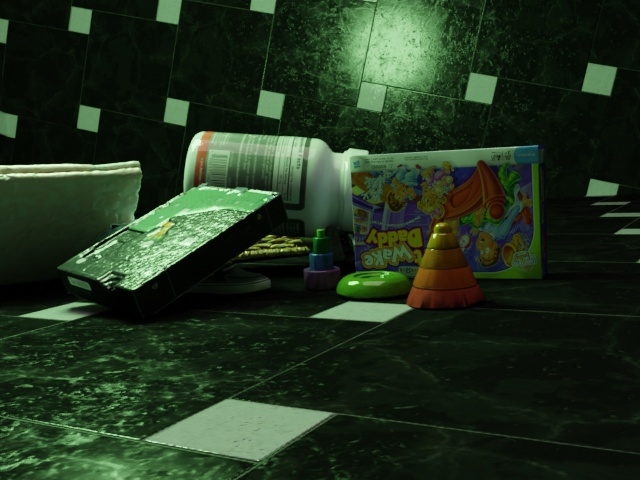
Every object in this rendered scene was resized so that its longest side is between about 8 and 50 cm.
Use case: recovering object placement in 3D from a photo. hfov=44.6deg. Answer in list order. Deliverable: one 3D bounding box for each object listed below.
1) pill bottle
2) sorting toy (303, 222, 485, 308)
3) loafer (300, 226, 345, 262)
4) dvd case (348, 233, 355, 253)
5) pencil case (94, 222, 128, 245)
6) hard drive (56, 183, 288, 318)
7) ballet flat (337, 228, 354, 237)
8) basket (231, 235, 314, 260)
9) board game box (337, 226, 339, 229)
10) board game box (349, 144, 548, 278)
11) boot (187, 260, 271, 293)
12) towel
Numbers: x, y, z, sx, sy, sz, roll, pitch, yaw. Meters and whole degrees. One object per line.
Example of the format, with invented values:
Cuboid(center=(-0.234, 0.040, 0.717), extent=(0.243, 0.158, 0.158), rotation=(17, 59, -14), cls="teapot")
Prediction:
Cuboid(center=(-0.087, -0.113, 1.629), extent=(0.363, 0.210, 0.210), rotation=(4, 6, 2), cls="pill bottle")
Cuboid(center=(0.104, 0.029, 1.277), extent=(0.127, 0.126, 0.366), rotation=(-9, 9, -42), cls="sorting toy")
Cuboid(center=(0.000, 0.000, 1.780), extent=(0.088, 0.094, 0.251), rotation=(-16, 12, 2), cls="loafer")
Cuboid(center=(0.164, 0.004, 1.934), extent=(0.179, 0.029, 0.238), rotation=(-3, 7, -1), cls="dvd case")
Cuboid(center=(-0.343, 0.014, 1.659), extent=(0.114, 0.124, 0.273), rotation=(3, 8, 42), cls="pencil case")
Cuboid(center=(-0.251, 0.006, 1.357), extent=(0.237, 0.064, 0.339), rotation=(10, 36, 41), cls="hard drive")
Cuboid(center=(0.035, -0.005, 2.056), extent=(0.173, 0.049, 0.057), rotation=(-13, 3, -20), cls="ballet flat")
Cuboid(center=(-0.188, -0.009, 1.948), extent=(0.299, 0.223, 0.213), rotation=(-6, -26, -25), cls="basket")
Cuboid(center=(-0.010, -0.045, 2.304), extent=(0.319, 0.065, 0.318), rotation=(1, 8, 37), cls="board game box")
Cuboid(center=(0.234, -0.050, 1.438), extent=(0.347, 0.233, 0.078), rotation=(-1, 7, 24), cls="board game box")
Cuboid(center=(-0.182, 0.049, 1.408), extent=(0.190, 0.086, 0.069), rotation=(-1, 6, 19), cls="boot")
Cuboid(center=(-0.538, -0.034, 1.587), extent=(0.317, 0.053, 0.331), rotation=(-6, -37, -28), cls="towel")
